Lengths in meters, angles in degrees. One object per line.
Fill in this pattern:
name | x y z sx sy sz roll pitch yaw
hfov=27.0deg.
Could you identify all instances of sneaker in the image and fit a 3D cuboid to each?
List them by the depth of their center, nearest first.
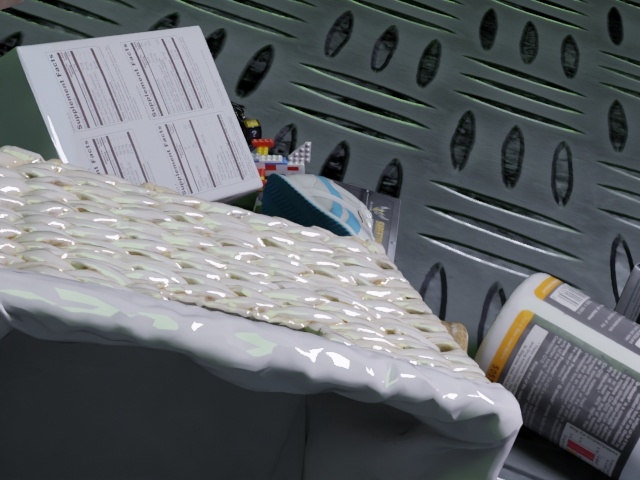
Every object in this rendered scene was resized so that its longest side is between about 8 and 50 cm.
sneaker | 0.026 -0.006 1.522 0.092 0.087 0.228 -5 40 -37

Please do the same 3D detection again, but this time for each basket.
basket | -0.107 0.154 0.850 0.328 0.331 0.266 15 17 -18

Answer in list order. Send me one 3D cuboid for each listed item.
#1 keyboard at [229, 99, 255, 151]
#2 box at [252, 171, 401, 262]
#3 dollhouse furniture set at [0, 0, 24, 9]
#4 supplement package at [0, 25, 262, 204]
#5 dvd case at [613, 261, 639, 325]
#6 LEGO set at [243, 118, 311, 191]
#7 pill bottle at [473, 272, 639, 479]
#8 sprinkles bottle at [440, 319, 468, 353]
keyboard | -0.152 -0.165 1.858 0.100 0.038 0.192 -28 51 -21
box | 0.000 0.000 1.636 0.183 0.056 0.231 17 31 -4
dollhouse furniture set | -0.358 -0.277 1.562 0.257 0.394 0.362 29 33 17
supplement package | -0.242 -0.089 1.404 0.263 0.199 0.198 -19 87 -52
dvd case | 0.421 0.158 1.484 0.239 0.179 0.030 37 40 29
LEGO set | -0.135 -0.096 1.655 0.182 0.060 0.244 27 41 36
pill bottle | 0.314 0.164 1.437 0.278 0.162 0.162 31 33 19
sprinkles bottle | -0.029 0.096 1.406 0.356 0.121 0.121 16 31 -4
